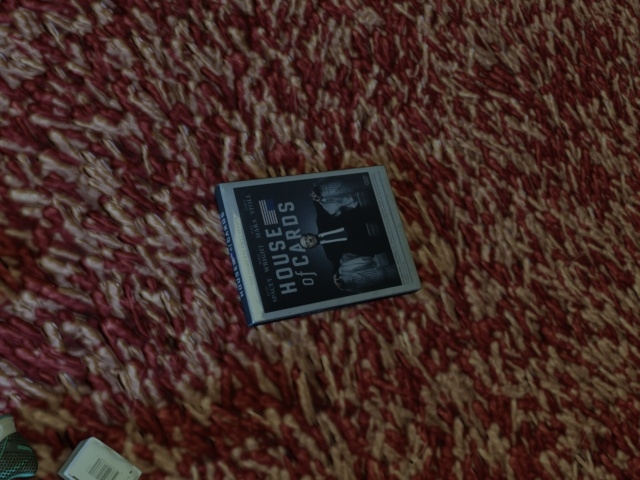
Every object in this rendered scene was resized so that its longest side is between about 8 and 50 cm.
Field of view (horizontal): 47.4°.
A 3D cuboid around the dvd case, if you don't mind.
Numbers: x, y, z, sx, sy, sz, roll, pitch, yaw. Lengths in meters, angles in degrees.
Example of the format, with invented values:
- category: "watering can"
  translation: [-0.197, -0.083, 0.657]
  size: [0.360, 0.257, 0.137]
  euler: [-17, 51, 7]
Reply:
- category: "dvd case"
  translation: [0.000, 0.000, 0.924]
  size: [0.239, 0.029, 0.179]
  euler: [-9, 76, -26]

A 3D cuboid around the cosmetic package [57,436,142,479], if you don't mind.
- category: "cosmetic package"
  translation: [-0.216, 0.224, 0.704]
  size: [0.060, 0.115, 0.041]
  euler: [38, 63, -7]

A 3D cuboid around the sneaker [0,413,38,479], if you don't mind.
- category: "sneaker"
  translation: [-0.336, 0.244, 0.677]
  size: [0.076, 0.065, 0.166]
  euler: [49, 63, -6]
